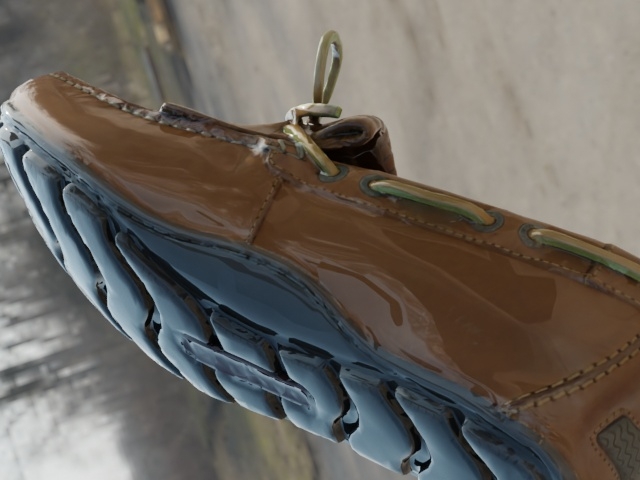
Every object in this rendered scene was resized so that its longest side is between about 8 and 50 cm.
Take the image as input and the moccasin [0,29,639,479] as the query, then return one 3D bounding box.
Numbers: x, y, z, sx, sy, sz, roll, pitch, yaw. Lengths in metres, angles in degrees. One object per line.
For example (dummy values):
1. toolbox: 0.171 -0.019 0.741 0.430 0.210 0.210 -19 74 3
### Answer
1. moccasin: -0.001 -0.002 0.763 0.380 0.147 0.139 20 146 38
